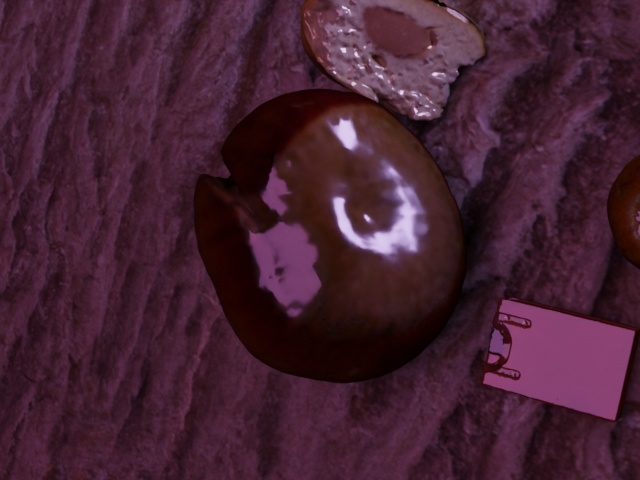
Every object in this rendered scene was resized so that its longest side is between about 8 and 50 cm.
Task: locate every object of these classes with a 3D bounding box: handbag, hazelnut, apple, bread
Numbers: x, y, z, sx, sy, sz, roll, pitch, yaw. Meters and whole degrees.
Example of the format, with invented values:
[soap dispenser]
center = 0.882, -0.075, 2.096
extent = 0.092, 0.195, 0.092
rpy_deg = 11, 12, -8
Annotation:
[handbag]
center = 0.320, 0.156, 1.281
extent = 0.190, 0.063, 0.127
rpy_deg = 13, 94, 26
[hazelnut]
center = 0.000, 0.000, 1.313
extent = 0.359, 0.359, 0.409
rpy_deg = -31, 74, 25
[apple]
center = 0.442, -0.039, 1.175
extent = 0.146, 0.147, 0.163
rpy_deg = -22, 90, 31
[bread]
center = 0.083, -0.294, 1.350
extent = 0.224, 0.211, 0.183
rpy_deg = 35, 98, 32
